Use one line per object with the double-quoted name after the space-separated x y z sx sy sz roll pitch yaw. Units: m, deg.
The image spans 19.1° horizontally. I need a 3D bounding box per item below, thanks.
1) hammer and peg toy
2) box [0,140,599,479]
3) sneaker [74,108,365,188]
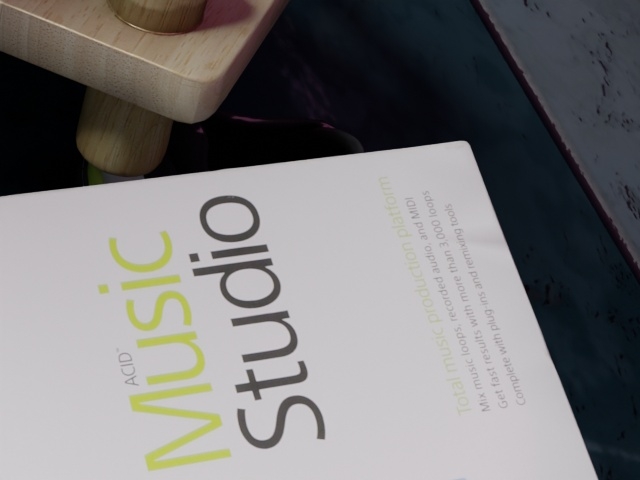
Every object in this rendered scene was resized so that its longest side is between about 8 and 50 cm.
-0.099 -0.191 0.835 0.266 0.127 0.361 23 38 5 "hammer and peg toy"
-0.064 0.089 0.641 0.322 0.058 0.232 -9 61 -19 "box"
0.000 0.000 0.858 0.234 0.097 0.084 23 44 -31 "sneaker"
